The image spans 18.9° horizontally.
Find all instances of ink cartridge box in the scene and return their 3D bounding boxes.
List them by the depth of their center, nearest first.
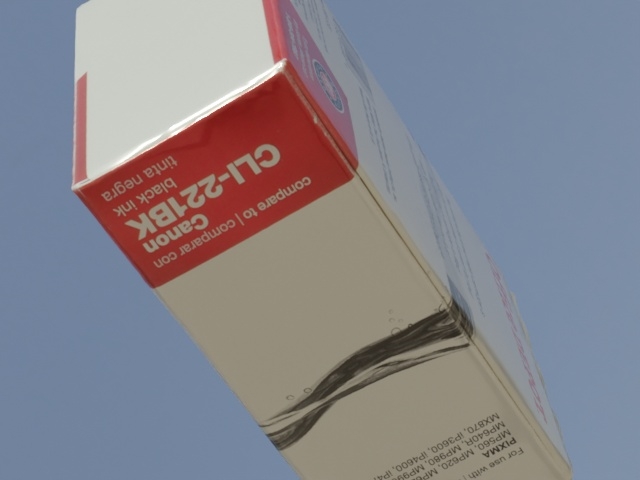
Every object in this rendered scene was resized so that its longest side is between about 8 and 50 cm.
[{"bbox_3d":[0.000,0.000,0.947,0.114,0.197,0.273,-30,-61,11],"label":"ink cartridge box"}]
